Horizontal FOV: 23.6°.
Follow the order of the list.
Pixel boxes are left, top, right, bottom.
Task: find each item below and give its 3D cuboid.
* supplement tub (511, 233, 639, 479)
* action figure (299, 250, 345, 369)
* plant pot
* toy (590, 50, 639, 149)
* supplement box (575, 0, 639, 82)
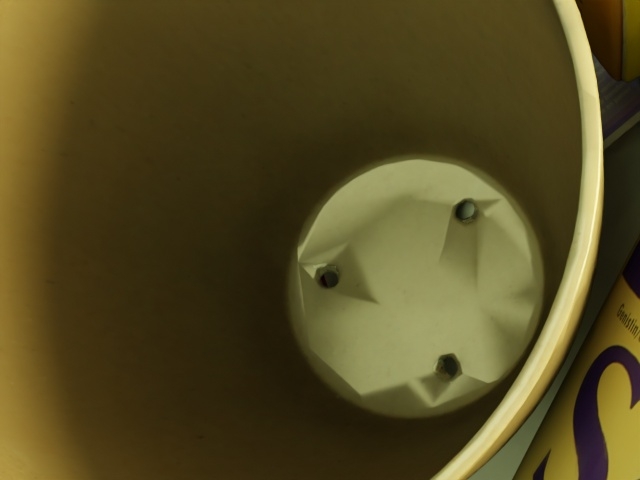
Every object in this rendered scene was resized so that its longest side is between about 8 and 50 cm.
[{"bbox_3d":[0.200,0.081,0.513,0.241,0.241,0.331,31,104,26],"label":"supplement tub"},{"bbox_3d":[0.000,0.065,0.750,0.038,0.030,0.115,-21,81,22],"label":"action figure"},{"bbox_3d":[0.000,0.000,0.597,0.256,0.274,0.256,-3,79,18],"label":"plant pot"},{"bbox_3d":[0.093,-0.165,0.685,0.137,0.056,0.237,-41,70,21],"label":"toy"},{"bbox_3d":[0.094,-0.275,0.573,0.194,0.195,0.356,-33,71,1],"label":"supplement box"}]
